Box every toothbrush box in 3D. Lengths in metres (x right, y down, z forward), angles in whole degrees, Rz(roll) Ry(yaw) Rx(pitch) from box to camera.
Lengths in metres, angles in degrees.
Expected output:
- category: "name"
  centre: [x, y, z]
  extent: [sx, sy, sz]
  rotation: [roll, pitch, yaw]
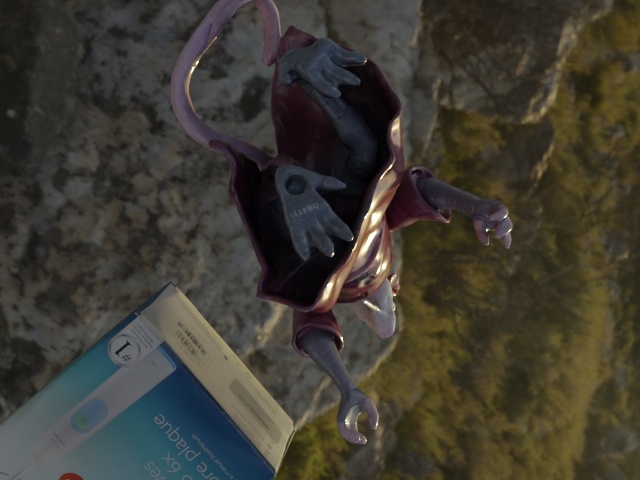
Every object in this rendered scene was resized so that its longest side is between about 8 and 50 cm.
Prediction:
- category: "toothbrush box"
  centre: [-0.210, 0.223, 1.030]
  extent: [0.295, 0.216, 0.126]
  rotation: [-38, -176, 16]

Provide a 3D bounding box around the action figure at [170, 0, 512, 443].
- category: "action figure"
  centre: [0.000, 0.000, 0.878]
  extent: [0.248, 0.276, 0.370]
  rotation: [-51, 161, -10]
